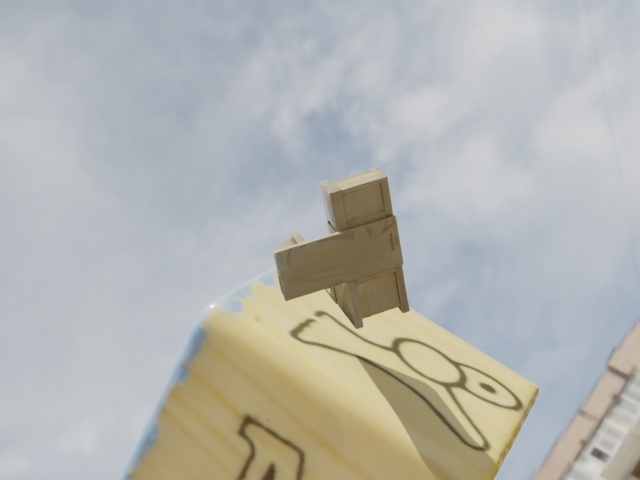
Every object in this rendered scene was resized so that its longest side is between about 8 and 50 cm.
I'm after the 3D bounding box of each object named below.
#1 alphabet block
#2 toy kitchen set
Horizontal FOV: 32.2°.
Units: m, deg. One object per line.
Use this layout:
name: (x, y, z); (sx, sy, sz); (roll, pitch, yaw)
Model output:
alphabet block: (0.004, 0.147, 0.740); (0.193, 0.197, 0.192); (-63, -14, 20)
toy kitchen set: (0.000, 0.000, 0.618); (0.068, 0.075, 0.083); (-17, -63, -13)
